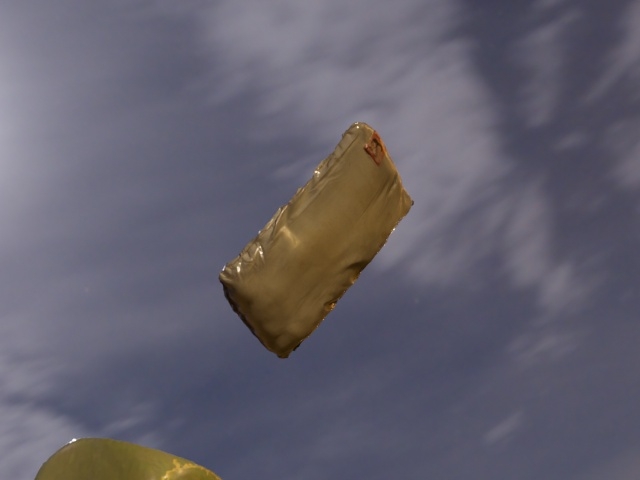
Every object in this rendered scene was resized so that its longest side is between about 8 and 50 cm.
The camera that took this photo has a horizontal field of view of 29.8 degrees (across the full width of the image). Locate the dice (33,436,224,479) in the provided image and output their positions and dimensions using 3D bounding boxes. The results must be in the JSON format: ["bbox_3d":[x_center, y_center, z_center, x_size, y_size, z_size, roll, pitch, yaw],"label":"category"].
[{"bbox_3d":[-0.299,0.456,1.848,0.252,0.254,0.250,2,-27,33],"label":"dice"}]

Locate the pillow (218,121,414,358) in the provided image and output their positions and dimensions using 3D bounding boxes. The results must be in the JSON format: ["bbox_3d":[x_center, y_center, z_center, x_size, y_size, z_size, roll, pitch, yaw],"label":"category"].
[{"bbox_3d":[0.000,0.000,1.189,0.229,0.051,0.128,-50,-52,-15],"label":"pillow"}]
